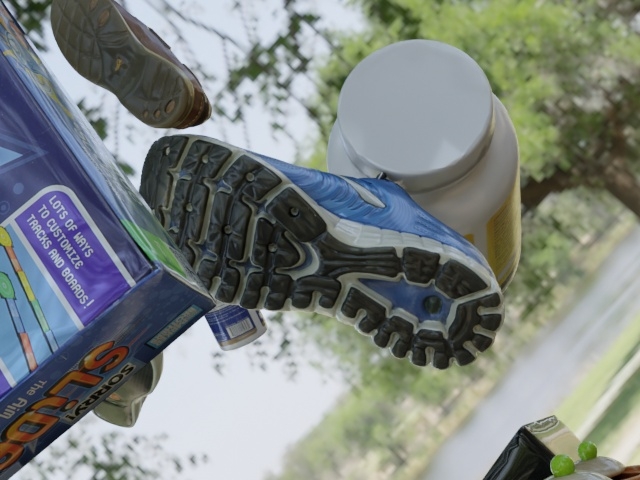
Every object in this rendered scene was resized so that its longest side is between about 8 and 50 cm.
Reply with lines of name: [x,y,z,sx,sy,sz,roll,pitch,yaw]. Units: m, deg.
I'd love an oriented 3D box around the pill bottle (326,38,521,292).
pill bottle: [0.108,-0.056,1.335,0.188,0.188,0.334,-46,-22,-12]

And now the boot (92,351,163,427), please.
boot: [-0.231,0.121,1.711,0.244,0.088,0.176,119,172,-60]

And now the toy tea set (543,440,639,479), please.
toy tea set: [0.245,0.222,1.136,0.200,0.124,0.336,-14,-2,-6]

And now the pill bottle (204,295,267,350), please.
pill bottle: [-0.119,0.071,1.642,0.067,0.120,0.067,-24,10,5]

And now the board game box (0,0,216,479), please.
board game box: [-0.137,-0.017,0.363,0.136,0.201,0.035,-39,-26,4]

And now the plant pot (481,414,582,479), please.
plant pot: [0.298,0.356,1.723,0.188,0.167,0.187,-58,-21,11]

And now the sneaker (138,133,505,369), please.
sneaker: [0.000,0.000,1.135,0.147,0.330,0.129,-59,-6,-71]

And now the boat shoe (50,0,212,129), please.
boat shoe: [-0.158,-0.149,1.096,0.064,0.178,0.060,-53,-25,14]
